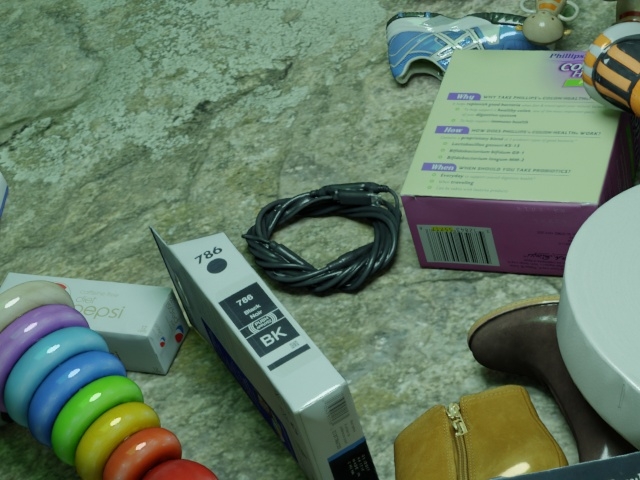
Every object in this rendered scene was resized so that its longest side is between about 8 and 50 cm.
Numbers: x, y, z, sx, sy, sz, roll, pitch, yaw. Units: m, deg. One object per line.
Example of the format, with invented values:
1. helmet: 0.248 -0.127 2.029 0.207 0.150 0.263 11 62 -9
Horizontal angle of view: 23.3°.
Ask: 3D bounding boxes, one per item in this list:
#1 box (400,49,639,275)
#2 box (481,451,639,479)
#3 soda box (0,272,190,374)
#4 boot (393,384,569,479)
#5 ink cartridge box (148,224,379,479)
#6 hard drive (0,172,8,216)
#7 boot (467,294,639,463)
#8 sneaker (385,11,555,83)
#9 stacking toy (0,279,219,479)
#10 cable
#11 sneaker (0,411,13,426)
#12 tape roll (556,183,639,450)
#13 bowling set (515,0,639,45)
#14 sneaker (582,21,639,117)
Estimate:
1. box: 0.228 -0.088 1.699 0.214 0.117 0.243 3 48 22
2. box: 0.292 0.353 1.098 0.294 0.212 0.395 -8 41 -16
3. soda box: -0.261 0.091 1.721 0.216 0.069 0.074 4 47 24
4. boot: 0.089 0.261 1.402 0.295 0.104 0.211 -28 36 4
5. ink cartridge box: -0.059 0.110 1.561 0.065 0.165 0.332 -31 45 -13
6. hard drive: -0.508 0.050 1.871 0.210 0.040 0.318 -8 44 12
7. boot: 0.251 0.152 1.461 0.248 0.090 0.207 1 44 15
8. sneaker: 0.183 -0.231 1.906 0.211 0.080 0.081 0 72 17
9. stacking toy: -0.216 0.188 1.553 0.141 0.141 0.330 -39 62 -20
10. cable: 0.000 0.000 1.748 0.184 0.047 0.150 -4 50 12
11. sneaker: -0.389 0.209 1.635 0.132 0.086 0.228 -11 42 5
12. tape roll: 0.414 0.075 1.429 0.392 0.072 0.392 1 40 -1
13. bowling set: 0.369 -0.294 1.770 0.287 0.200 0.154 10 51 13
14. sneaker: 0.434 -0.130 1.591 0.321 0.124 0.180 1 28 -27
